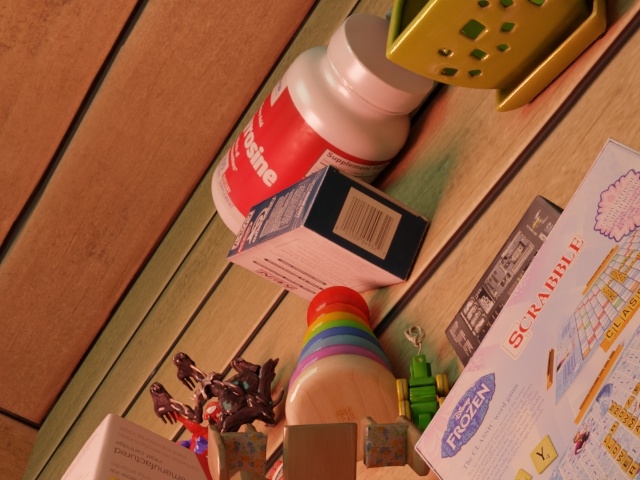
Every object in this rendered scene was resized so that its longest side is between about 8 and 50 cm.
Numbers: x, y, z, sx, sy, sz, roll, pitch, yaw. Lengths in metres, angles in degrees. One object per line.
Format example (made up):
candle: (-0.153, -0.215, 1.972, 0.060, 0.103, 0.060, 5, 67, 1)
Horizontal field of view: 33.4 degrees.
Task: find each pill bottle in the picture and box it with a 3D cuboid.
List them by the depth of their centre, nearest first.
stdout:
pill bottle: (0.003, -0.174, 1.790, 0.408, 0.229, 0.229, -49, 20, 38)

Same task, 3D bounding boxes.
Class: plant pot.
plant pot: (0.235, -0.316, 1.355, 0.227, 0.207, 0.228, -46, 22, 43)

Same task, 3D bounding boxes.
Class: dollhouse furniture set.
dollhouse furniture set: (0.002, 0.305, 1.050, 0.161, 0.212, 0.242, -150, 60, -76)

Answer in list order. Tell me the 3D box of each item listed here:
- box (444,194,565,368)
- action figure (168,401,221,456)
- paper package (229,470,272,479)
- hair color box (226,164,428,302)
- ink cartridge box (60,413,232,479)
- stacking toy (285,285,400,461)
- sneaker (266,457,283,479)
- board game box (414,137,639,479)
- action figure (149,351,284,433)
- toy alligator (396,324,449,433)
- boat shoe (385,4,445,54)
box: (0.216, 0.072, 1.036, 0.183, 0.059, 0.233, -58, 16, 11)
action figure: (-0.256, 0.392, 1.834, 0.091, 0.139, 0.280, -27, 35, 61)
paper package: (0.035, 0.342, 0.693, 0.168, 0.309, 0.325, -58, 18, 15)
hair color box: (0.000, 0.000, 1.611, 0.105, 0.174, 0.347, -66, 17, -18)
ink cartridge box: (-0.208, 0.443, 1.335, 0.160, 0.279, 0.385, -52, 19, 26)
stacking toy: (0.025, 0.145, 1.390, 0.141, 0.141, 0.330, -57, 13, 17)
sneaker: (-0.047, 0.360, 1.316, 0.092, 0.088, 0.225, -35, 31, 55)
board game box: (0.237, 0.113, 0.784, 0.319, 0.066, 0.318, -59, 28, 9)
action figure: (-0.141, 0.258, 1.702, 0.275, 0.141, 0.164, 6, 58, 45)
toy alligator: (0.116, 0.171, 1.203, 0.190, 0.056, 0.051, -89, -9, -58)
boat shoe: (0.199, -0.399, 1.673, 0.156, 0.136, 0.367, -49, -8, -7)
